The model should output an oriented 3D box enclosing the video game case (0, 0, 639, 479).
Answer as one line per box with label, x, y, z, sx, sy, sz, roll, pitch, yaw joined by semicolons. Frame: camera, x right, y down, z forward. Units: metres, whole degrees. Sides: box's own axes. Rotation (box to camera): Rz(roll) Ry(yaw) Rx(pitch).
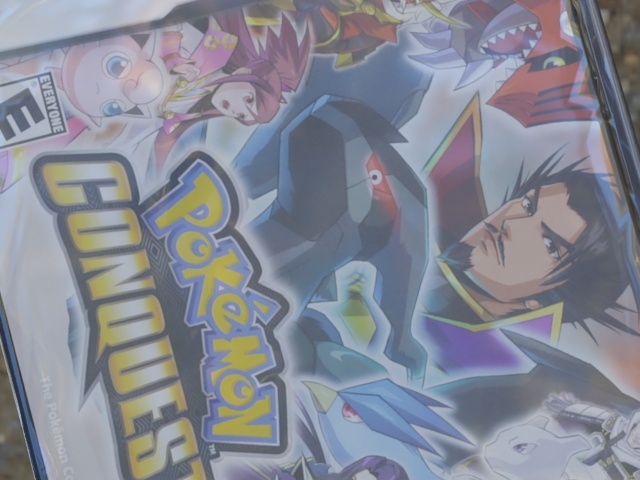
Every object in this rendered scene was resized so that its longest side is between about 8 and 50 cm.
video game case;0.000;0.000;0.700;0.248;0.274;0.035;-15;174;-4
